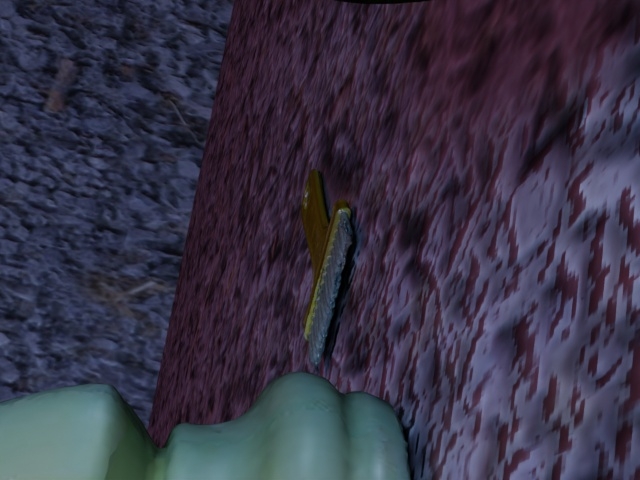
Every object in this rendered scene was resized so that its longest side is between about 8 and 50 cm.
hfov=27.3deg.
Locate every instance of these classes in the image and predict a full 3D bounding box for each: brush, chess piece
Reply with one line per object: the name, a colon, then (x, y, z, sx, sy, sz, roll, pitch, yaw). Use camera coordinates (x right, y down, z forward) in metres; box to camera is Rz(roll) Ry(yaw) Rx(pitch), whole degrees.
brush: (0.000, 0.000, 0.790, 0.218, 0.010, 0.082, -101, 25, -72)
chess piece: (-0.125, 0.111, 0.493, 0.176, 0.298, 0.176, -168, 90, -84)

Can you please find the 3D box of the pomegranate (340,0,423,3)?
pomegranate: (0.035, -0.153, 0.315, 0.225, 0.187, 0.187, -40, -28, -57)
